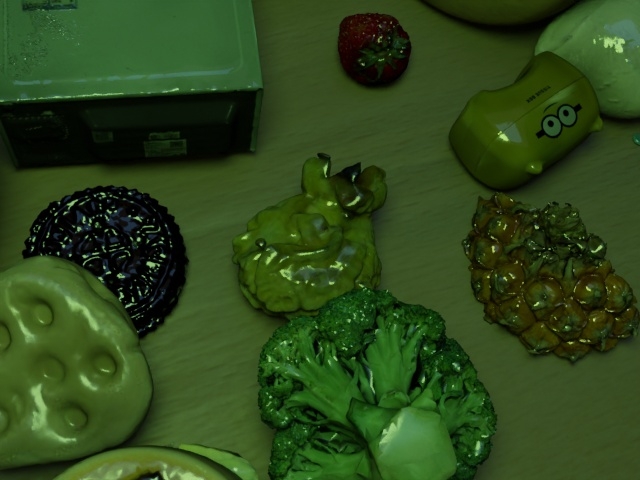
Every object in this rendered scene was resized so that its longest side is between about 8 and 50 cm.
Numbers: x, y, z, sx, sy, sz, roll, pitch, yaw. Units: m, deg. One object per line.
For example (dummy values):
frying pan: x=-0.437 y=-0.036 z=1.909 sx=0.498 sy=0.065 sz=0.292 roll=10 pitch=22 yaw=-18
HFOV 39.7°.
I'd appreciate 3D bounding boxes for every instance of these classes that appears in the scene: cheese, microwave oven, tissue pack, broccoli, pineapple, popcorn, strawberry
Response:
cheese: x=-0.283 y=0.125 z=0.911 sx=0.235 sy=0.117 sz=0.217 roll=14 pitch=90 yaw=-1
microwave oven: x=-0.230 y=-0.215 z=1.057 sx=0.295 sy=0.181 sz=0.237 roll=-5 pitch=70 yaw=-10
tissue pack: x=0.265 y=-0.145 z=1.129 sx=0.178 sy=0.123 sz=0.127 roll=-33 pitch=76 yaw=-20
broccoli: x=0.054 y=0.183 z=0.883 sx=0.270 sy=0.270 sz=0.269 roll=0 pitch=90 yaw=-9
cheese: x=0.407 y=-0.260 z=1.184 sx=0.189 sy=0.154 sz=0.198 roll=46 pitch=68 yaw=6
pineapple: x=0.263 y=0.045 z=1.034 sx=0.250 sy=0.164 sz=0.140 roll=42 pitch=76 yaw=7
popcorn: x=-0.010 y=0.000 z=1.024 sx=0.168 sy=0.173 sz=0.195 roll=4 pitch=75 yaw=17
strawberry: x=0.068 y=-0.257 z=1.170 sx=0.106 sy=0.106 sz=0.106 roll=3 pitch=67 yaw=-7

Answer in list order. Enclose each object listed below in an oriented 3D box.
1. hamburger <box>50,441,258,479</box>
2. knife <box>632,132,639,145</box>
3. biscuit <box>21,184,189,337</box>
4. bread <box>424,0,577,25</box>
hamburger: x=-0.168 y=0.336 z=0.840 sx=0.302 sy=0.170 sz=0.302 roll=1 pitch=68 yaw=-4
knife: x=0.476 y=-0.133 z=1.216 sx=0.096 sy=0.010 sz=0.027 roll=10 pitch=66 yaw=-4
biscuit: x=-0.247 y=0.026 z=1.021 sx=0.195 sy=0.053 sz=0.194 roll=3 pitch=67 yaw=-7
bread: x=0.311 y=-0.468 z=1.176 sx=0.253 sy=0.348 sz=0.376 roll=44 pitch=64 yaw=-15
